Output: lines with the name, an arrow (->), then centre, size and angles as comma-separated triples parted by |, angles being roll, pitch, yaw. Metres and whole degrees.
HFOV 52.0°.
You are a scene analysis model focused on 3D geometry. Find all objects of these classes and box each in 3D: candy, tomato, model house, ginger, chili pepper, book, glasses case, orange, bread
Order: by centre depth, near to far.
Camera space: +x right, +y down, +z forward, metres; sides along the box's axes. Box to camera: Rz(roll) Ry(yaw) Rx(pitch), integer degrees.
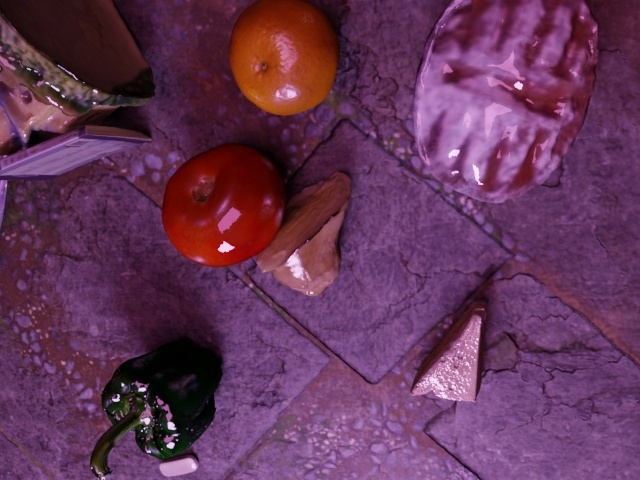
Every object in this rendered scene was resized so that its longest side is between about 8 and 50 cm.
candy -> 0.225, -0.191, 0.819 | 0.214, 0.157, 0.289 | 14, 111, 8
orange -> -0.046, -0.252, 0.895 | 0.159, 0.136, 0.159 | 13, 120, 23
model house -> -0.450, -0.275, 0.952 | 0.266, 0.261, 0.321 | -30, 91, 26
tomato -> -0.139, -0.050, 0.974 | 0.195, 0.136, 0.195 | -13, 61, 25
bread -> 0.192, 0.161, 0.989 | 0.105, 0.077, 0.152 | 5, 107, 15
ginger -> 0.001, -0.004, 0.996 | 0.123, 0.115, 0.193 | 39, 109, -20
book -> -0.405, -0.136, 1.037 | 0.231, 0.157, 0.026 | -16, 88, 21
chili pepper -> -0.274, 0.275, 1.076 | 0.174, 0.261, 0.165 | 43, 119, 5
glasses case -> -0.270, 0.430, 1.253 | 0.083, 0.021, 0.032 | -19, 102, 22

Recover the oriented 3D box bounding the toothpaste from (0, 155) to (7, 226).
toothpaste -> -0.607, -0.085, 1.175 | 0.099, 0.068, 0.282 | 8, 105, -14
